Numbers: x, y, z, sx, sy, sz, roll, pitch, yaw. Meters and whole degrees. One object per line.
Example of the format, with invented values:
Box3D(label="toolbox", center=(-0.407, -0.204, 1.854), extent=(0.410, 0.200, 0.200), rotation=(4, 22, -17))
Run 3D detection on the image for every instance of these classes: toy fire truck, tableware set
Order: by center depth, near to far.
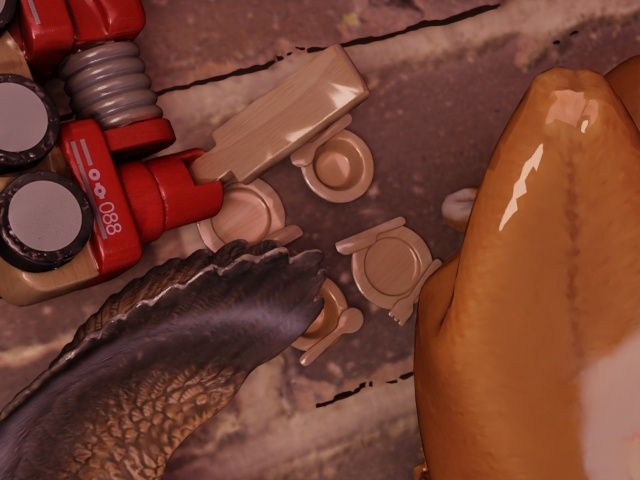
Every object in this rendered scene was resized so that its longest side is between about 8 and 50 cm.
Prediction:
Box3D(label="toy fire truck", center=(-0.120, -0.095, 0.741), extent=(0.246, 0.158, 0.217), rotation=(-17, 85, -31))
Box3D(label="tableware set", center=(0.000, 0.000, 0.817), extent=(0.141, 0.020, 0.168), rotation=(-35, 91, -20))

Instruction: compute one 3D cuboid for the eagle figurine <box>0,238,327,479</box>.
Box3D(label="eagle figurine", center=(-0.116, 0.123, 0.662), extent=(0.225, 0.226, 0.298), rotation=(15, 92, -51))

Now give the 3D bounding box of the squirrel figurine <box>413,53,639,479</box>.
Box3D(label="squirrel figurine", center=(0.156, 0.076, 0.708), extent=(0.281, 0.370, 0.396), rotation=(19, 107, -7))
